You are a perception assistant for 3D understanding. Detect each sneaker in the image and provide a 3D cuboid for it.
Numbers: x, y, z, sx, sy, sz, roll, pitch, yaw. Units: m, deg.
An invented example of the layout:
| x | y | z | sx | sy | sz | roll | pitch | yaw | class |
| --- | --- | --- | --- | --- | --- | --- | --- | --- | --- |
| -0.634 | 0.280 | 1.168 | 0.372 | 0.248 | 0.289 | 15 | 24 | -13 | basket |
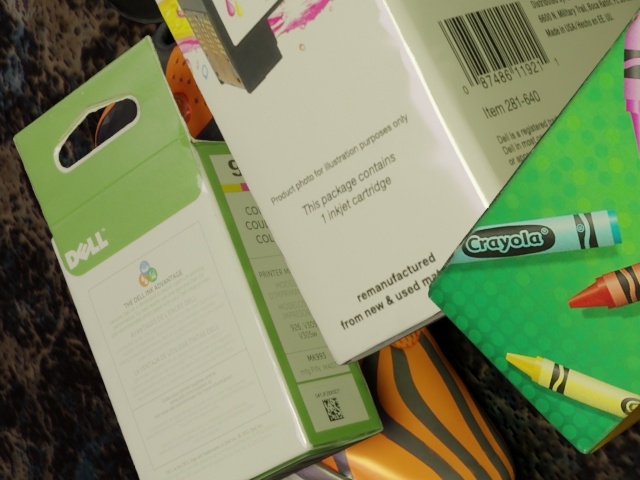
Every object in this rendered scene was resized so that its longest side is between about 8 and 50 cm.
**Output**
| x | y | z | sx | sy | sz | roll | pitch | yaw | class |
| --- | --- | --- | --- | --- | --- | --- | --- | --- | --- |
| 0.000 | 0.000 | 0.846 | 0.321 | 0.124 | 0.180 | 44 | 127 | 20 | sneaker |

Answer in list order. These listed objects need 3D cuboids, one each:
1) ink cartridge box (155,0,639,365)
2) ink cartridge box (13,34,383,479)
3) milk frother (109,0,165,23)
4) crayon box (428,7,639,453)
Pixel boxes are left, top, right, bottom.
| x | y | z | sx | sy | sz | roll | pitch | yaw | class |
| --- | --- | --- | --- | --- | --- | --- | --- | --- | --- |
| 0.039 | -0.114 | 0.729 | 0.117 | 0.201 | 0.278 | -31 | 84 | 40 | ink cartridge box |
| -0.061 | 0.019 | 0.796 | 0.109 | 0.062 | 0.209 | -31 | 76 | 36 | ink cartridge box |
| -0.133 | -0.204 | 0.881 | 0.143 | 0.134 | 0.129 | 17 | 83 | 31 | milk frother |
| 0.177 | -0.045 | 0.591 | 0.081 | 0.278 | 0.165 | 47 | 127 | 17 | crayon box |
